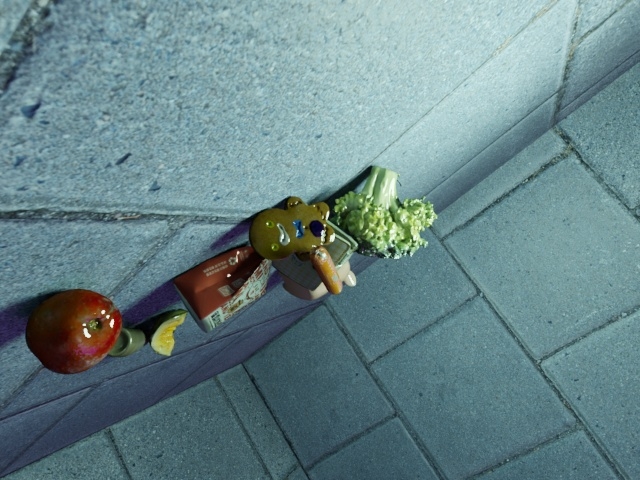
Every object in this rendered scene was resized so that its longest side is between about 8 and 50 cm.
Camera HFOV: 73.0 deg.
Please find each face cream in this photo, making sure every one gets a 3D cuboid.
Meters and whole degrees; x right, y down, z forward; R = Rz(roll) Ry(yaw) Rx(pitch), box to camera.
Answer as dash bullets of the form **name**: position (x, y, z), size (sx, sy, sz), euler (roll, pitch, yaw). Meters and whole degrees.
- **face cream**: position (-0.587, 0.316, 1.336), size (0.137, 0.084, 0.341), euler (-32, 174, -16)

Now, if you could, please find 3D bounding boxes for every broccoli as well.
- **broccoli**: position (0.165, -0.090, 1.372), size (0.348, 0.293, 0.280), euler (11, 98, -35)

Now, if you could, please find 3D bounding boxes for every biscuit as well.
- **biscuit**: position (-0.075, -0.026, 1.156), size (0.236, 0.179, 0.039), euler (-16, -179, -19)

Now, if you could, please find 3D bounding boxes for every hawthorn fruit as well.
- **hawthorn fruit**: position (-0.494, 0.179, 0.884), size (0.173, 0.173, 0.173), euler (-32, 166, -9)

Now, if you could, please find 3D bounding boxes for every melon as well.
- **melon**: position (-0.503, 0.284, 1.382), size (0.160, 0.079, 0.128), euler (-65, 156, 5)

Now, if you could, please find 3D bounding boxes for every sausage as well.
- **sausage**: position (0.021, 0.092, 1.233), size (0.053, 0.053, 0.348), euler (-33, 155, -4)

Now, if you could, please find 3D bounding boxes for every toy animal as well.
- **toy animal**: position (-0.009, 0.137, 1.785), size (0.256, 0.213, 0.195), euler (-36, 126, -25)

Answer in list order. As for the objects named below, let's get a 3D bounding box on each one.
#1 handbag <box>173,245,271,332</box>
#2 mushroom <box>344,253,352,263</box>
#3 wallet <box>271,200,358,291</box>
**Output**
- **handbag**: position (-0.255, 0.120, 1.265), size (0.298, 0.151, 0.171), euler (-33, 163, -21)
- **mushroom**: position (0.089, -0.007, 1.563), size (0.270, 0.103, 0.118), euler (-54, -156, -16)
- **wallet**: position (-0.037, 0.031, 1.342), size (0.077, 0.223, 0.309), euler (-54, -179, -36)
